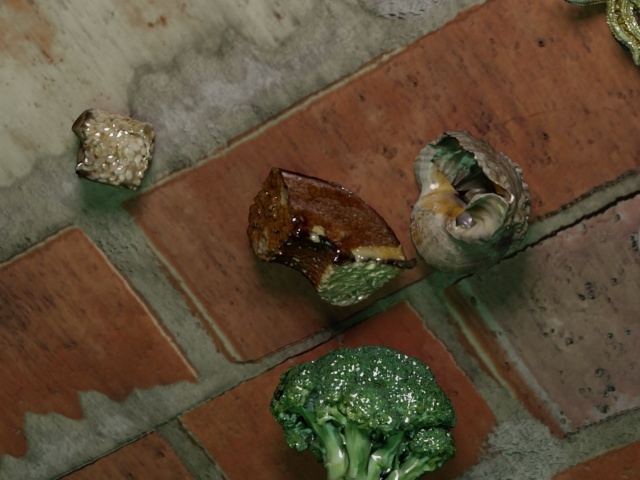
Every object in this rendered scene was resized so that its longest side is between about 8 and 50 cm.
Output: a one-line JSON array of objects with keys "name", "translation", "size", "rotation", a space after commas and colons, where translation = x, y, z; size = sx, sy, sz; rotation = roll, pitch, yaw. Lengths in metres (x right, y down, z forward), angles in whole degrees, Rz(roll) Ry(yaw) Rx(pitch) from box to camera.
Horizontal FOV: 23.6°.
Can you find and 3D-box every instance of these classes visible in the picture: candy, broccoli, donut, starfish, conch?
[{"name": "candy", "translation": [-0.270, -0.117, 1.988], "size": [0.110, 0.085, 0.095], "rotation": [8, 114, -9]}, {"name": "broccoli", "translation": [0.057, 0.271, 2.076], "size": [0.270, 0.270, 0.270], "rotation": [14, 158, 6]}, {"name": "donut", "translation": [0.008, 0.000, 2.007], "size": [0.186, 0.144, 0.126], "rotation": [16, 132, -30]}, {"name": "starfish", "translation": [0.373, -0.315, 1.814], "size": [0.208, 0.053, 0.176], "rotation": [40, 107, -18]}, {"name": "conch", "translation": [0.186, -0.052, 1.918], "size": [0.163, 0.245, 0.178], "rotation": [-37, 91, -12]}]

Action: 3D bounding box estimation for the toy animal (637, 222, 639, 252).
[{"name": "toy animal", "translation": [0.497, -0.016, 1.910], "size": [0.204, 0.156, 0.208], "rotation": [-7, 111, 13]}]
